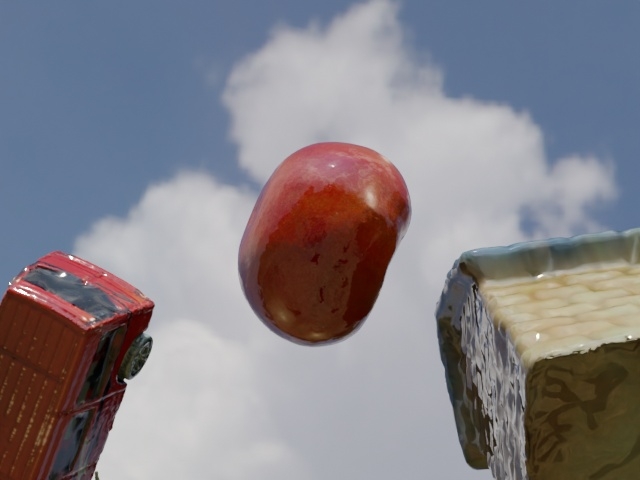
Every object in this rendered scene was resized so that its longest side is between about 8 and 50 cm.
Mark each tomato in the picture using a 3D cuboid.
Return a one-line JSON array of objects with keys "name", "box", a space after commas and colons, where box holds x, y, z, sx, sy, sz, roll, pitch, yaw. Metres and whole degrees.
[{"name": "tomato", "box": [0.000, 0.000, 1.681, 0.136, 0.195, 0.195, 25, -48, -5]}]

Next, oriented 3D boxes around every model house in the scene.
[{"name": "model house", "box": [0.331, 0.197, 1.741, 0.395, 0.400, 0.445, -10, -69, -10]}]

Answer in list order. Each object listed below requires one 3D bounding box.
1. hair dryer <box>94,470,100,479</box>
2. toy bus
[{"name": "hair dryer", "box": [-0.173, 0.258, 1.591, 0.063, 0.124, 0.038, -30, -21, 24]}, {"name": "toy bus", "box": [-0.172, 0.109, 1.088, 0.081, 0.089, 0.195, 27, -71, 13]}]
